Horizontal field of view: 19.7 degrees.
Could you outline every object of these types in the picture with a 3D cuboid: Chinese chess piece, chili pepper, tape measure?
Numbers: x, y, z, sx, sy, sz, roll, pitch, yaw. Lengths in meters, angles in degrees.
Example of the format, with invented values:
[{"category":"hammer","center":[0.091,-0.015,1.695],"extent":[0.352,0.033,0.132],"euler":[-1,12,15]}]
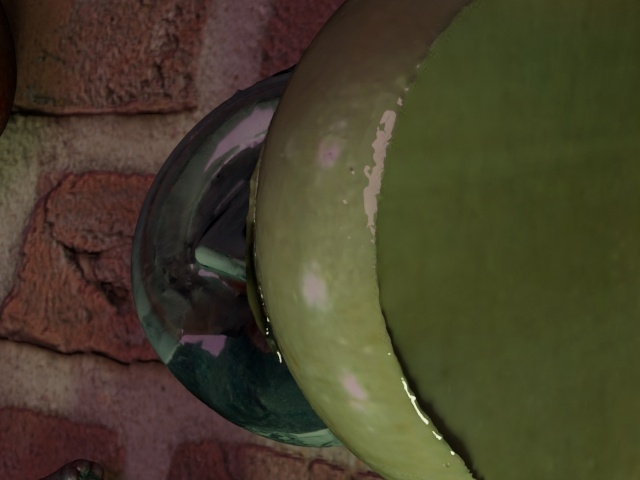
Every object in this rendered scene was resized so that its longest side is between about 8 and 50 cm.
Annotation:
[{"category":"Chinese chess piece","center":[0.128,-0.012,1.053],"extent":[0.146,0.349,0.349],"euler":[10,83,58]},{"category":"chili pepper","center":[-0.209,0.209,1.477],"extent":[0.153,0.041,0.050],"euler":[-34,36,47]},{"category":"tape measure","center":[0.000,0.000,1.266],"extent":[0.256,0.147,0.275],"euler":[18,75,37]}]

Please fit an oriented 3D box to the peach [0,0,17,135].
[{"category":"peach","center":[-0.385,-0.149,1.612],"extent":[0.252,0.252,0.252],"euler":[-13,69,37]}]
